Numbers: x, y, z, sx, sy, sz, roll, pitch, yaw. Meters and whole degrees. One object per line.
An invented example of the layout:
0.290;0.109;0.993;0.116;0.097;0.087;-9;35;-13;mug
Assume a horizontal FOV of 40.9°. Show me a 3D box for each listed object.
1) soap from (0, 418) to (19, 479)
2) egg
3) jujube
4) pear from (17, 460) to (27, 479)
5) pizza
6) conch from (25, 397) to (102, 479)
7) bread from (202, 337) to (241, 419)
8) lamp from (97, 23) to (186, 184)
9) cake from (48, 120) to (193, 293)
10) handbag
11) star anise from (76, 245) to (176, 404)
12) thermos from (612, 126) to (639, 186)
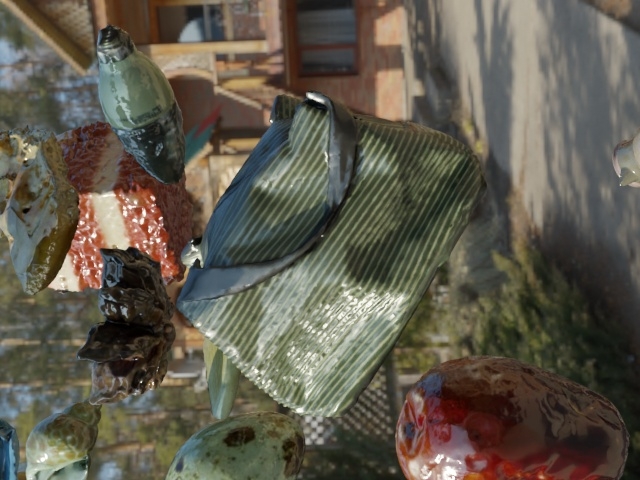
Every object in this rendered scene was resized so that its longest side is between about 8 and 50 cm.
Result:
-0.399;0.223;0.738;0.077;0.293;0.156;129;147;-77;soap
-0.124;0.346;1.283;0.169;0.231;0.169;54;175;8;egg
0.265;0.273;1.194;0.223;0.318;0.223;-170;90;-75;jujube
-0.574;0.646;1.660;0.362;0.362;0.418;80;176;-81;pear
-0.442;-0.080;1.273;0.189;0.071;0.297;-48;56;34;pizza
-0.446;0.356;1.477;0.106;0.116;0.173;-84;2;-74;conch
-0.127;0.146;1.178;0.193;0.036;0.112;-118;42;-63;bread
-0.242;-0.177;1.174;0.101;0.101;0.250;-91;-13;-45;lamp
-0.442;-0.075;1.770;0.270;0.319;0.269;-89;-7;-48;cake
0.000;0.000;0.944;0.340;0.240;0.247;-57;12;6;handbag
-0.260;0.124;1.233;0.236;0.109;0.223;5;-87;-80;star anise
0.448;-0.132;1.042;0.137;0.105;0.193;-51;7;-26;thermos
